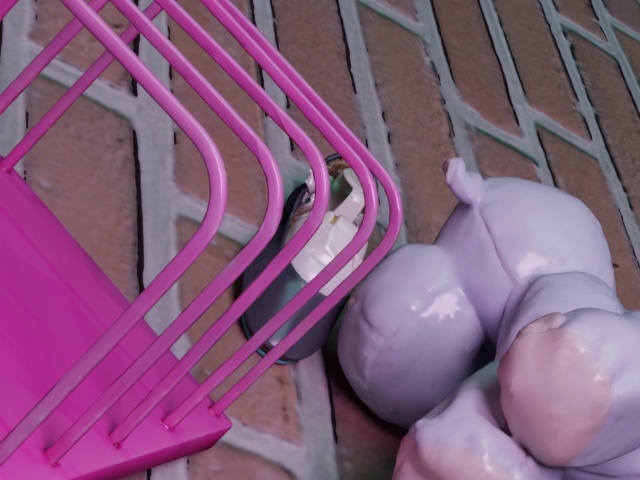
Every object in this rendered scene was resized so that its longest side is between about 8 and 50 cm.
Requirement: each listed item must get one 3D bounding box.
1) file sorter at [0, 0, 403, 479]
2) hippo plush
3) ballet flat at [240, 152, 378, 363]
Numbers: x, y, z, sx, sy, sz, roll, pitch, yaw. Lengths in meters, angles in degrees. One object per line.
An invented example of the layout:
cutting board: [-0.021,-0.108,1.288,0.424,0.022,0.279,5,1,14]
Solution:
file sorter: [-0.104,-0.022,0.802,0.202,0.182,0.291,48,13,11]
hippo plush: [0.118,0.051,0.985,0.236,0.294,0.234,54,7,37]
ballet flat: [0.000,0.000,1.100,0.074,0.074,0.203,38,28,-8]
